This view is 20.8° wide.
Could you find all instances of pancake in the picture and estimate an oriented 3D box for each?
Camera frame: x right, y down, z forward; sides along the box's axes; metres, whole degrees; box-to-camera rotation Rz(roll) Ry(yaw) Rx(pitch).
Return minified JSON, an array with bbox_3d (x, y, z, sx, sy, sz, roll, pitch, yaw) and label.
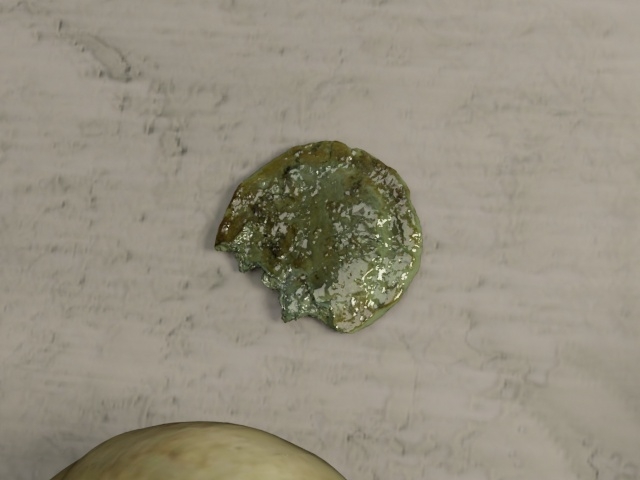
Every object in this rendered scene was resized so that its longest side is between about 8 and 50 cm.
[{"bbox_3d":[0.004,-0.005,1.092,0.116,0.022,0.129,-44,71,-3],"label":"pancake"}]

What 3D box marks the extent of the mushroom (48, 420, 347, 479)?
[{"bbox_3d":[-0.066,0.250,0.889,0.315,0.356,0.315,0,87,-8],"label":"mushroom"}]
